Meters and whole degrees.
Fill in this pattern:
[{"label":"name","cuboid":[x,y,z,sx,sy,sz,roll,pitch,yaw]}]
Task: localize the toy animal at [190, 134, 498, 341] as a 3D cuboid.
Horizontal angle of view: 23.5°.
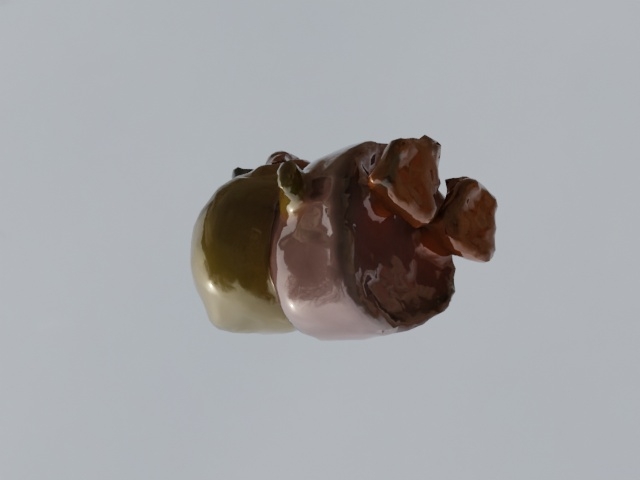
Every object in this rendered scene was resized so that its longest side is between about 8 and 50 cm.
[{"label":"toy animal","cuboid":[-0.003,0.004,1.273,0.281,0.195,0.169,2,-117,47]}]
